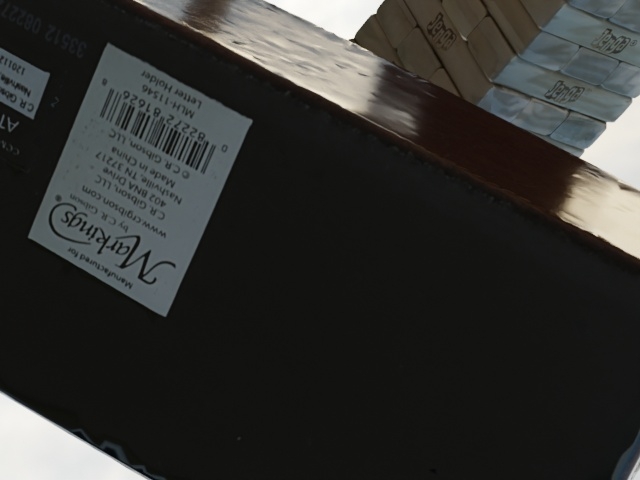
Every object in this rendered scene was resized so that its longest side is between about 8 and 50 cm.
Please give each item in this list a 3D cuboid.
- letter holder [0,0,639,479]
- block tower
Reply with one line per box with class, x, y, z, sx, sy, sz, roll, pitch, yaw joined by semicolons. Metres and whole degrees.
letter holder;0.000;0.000;0.701;0.302;0.152;0.214;28;-162;14
block tower;0.122;-0.125;0.831;0.335;0.091;0.097;-49;-131;27
